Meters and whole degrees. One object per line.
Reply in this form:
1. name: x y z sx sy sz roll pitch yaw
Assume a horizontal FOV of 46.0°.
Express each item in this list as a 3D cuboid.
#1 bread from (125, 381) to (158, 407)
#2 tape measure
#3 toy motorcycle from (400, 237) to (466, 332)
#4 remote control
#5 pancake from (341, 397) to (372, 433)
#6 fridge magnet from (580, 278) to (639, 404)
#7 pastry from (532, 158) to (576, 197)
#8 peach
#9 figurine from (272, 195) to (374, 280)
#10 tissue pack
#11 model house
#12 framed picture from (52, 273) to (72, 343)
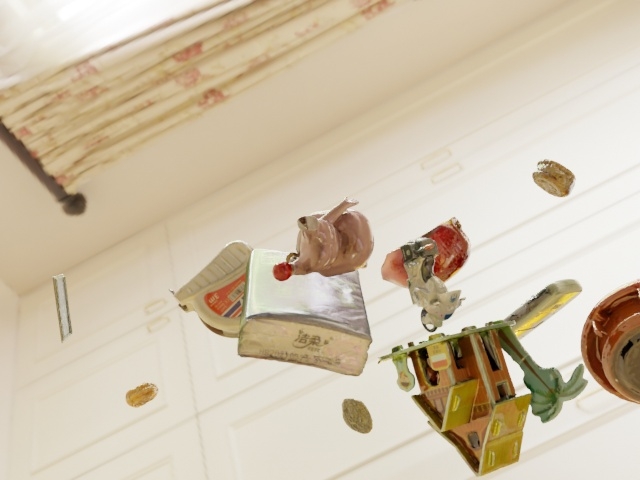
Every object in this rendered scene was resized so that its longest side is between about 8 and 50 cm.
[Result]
1. bread: -0.474 0.411 2.014 0.044 0.083 0.111 58 175 14
2. tape measure: -0.251 0.150 2.153 0.265 0.258 0.130 41 162 14
3. toy motorcycle: 0.251 0.094 1.722 0.150 0.102 0.221 -35 67 58
4. remote control: 0.592 0.199 2.096 0.140 0.296 0.056 -5 -122 -36
5. pancake: 0.096 0.461 1.991 0.017 0.108 0.108 -27 -90 -48
6. fridge magnet: 0.815 0.256 1.814 0.364 0.363 0.155 61 -156 -17
7. pastry: 0.536 -0.142 1.736 0.097 0.057 0.109 34 173 -13
8. peach: 0.289 0.056 2.077 0.159 0.267 0.154 64 -171 9
9. figurine: 0.000 0.000 1.657 0.287 0.186 0.176 -16 -80 -58
10. tissue pack: -0.042 0.154 1.783 0.394 0.287 0.124 -98 19 -68
11. model house: 0.371 0.343 1.651 0.300 0.340 0.324 -4 -106 -46
12. framed picture: -0.720 0.188 2.114 0.142 0.011 0.183 -177 80 -81
